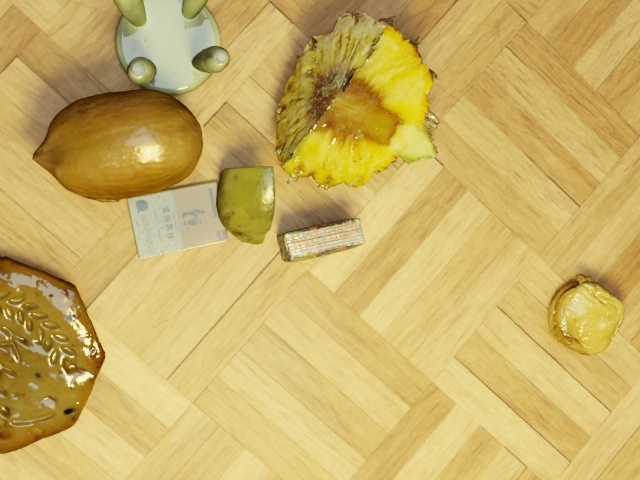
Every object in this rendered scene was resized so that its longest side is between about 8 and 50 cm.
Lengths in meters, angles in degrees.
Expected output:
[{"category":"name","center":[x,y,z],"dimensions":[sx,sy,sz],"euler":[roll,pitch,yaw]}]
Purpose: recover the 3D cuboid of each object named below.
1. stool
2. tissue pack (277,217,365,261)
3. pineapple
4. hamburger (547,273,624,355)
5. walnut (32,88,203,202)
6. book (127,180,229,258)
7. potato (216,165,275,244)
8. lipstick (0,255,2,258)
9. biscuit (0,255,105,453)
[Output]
[{"category":"stool","center":[-0.269,-0.369,1.685],"dimensions":[0.195,0.198,0.195],"euler":[-11,91,-9]},{"category":"tissue pack","center":[0.000,0.000,1.783],"dimensions":[0.148,0.108,0.060],"euler":[-12,91,-11]},{"category":"pineapple","center":[0.080,-0.254,1.790],"dimensions":[0.286,0.209,0.344],"euler":[23,113,-39]},{"category":"hamburger","center":[0.526,0.149,1.895],"dimensions":[0.138,0.083,0.147],"euler":[31,87,-13]},{"category":"walnut","center":[-0.357,-0.172,1.673],"dimensions":[0.298,0.203,0.203],"euler":[-5,91,-7]},{"category":"book","center":[-0.267,-0.039,1.781],"dimensions":[0.172,0.012,0.118],"euler":[-12,93,-10]},{"category":"potato","center":[-0.135,-0.064,1.744],"dimensions":[0.081,0.120,0.149],"euler":[-8,92,-23]},{"category":"lipstick","center":[-0.586,0.045,1.709],"dimensions":[0.040,0.040,0.141],"euler":[-42,97,-7]},{"category":"biscuit","center":[-0.564,0.206,1.691],"dimensions":[0.359,0.046,0.359],"euler":[-1,99,-8]}]
